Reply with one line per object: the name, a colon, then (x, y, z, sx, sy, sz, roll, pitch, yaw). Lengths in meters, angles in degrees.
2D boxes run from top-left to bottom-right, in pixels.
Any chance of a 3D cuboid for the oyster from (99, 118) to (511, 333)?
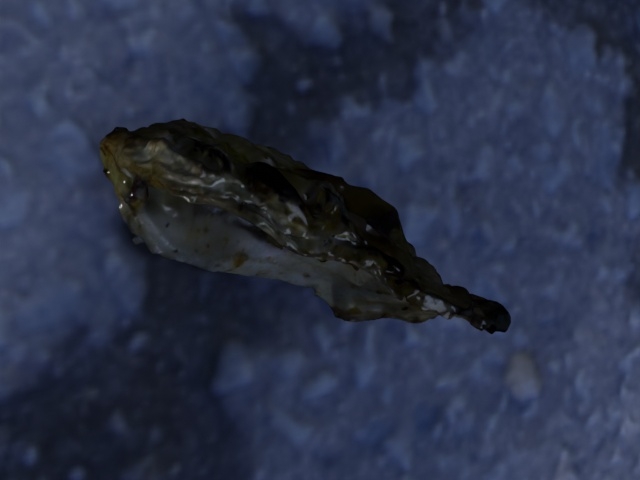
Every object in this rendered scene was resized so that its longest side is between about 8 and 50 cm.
oyster: (-0.006, -0.003, 0.722, 0.177, 0.105, 0.056, 21, 88, -13)
